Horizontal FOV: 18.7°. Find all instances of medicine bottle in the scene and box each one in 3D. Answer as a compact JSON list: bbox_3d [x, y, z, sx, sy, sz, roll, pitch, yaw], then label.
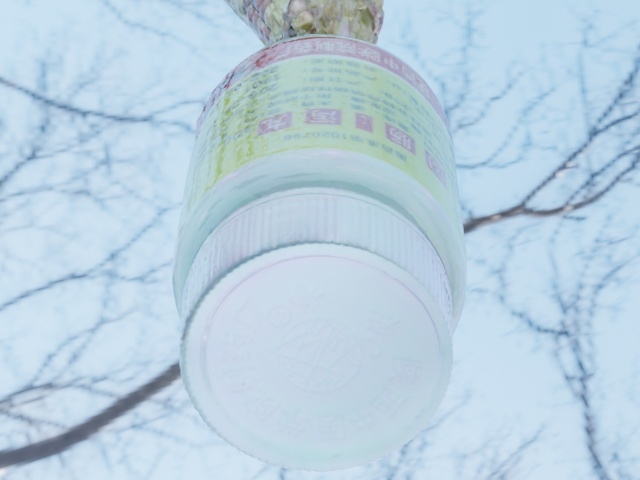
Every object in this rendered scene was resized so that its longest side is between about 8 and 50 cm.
[{"bbox_3d":[0.000,0.000,0.941,0.139,0.225,0.139,1,-62,1],"label":"medicine bottle"}]

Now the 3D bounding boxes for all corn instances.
[{"bbox_3d":[-0.025,-0.167,1.136,0.086,0.086,0.253,-67,-151,19],"label":"corn"}]
